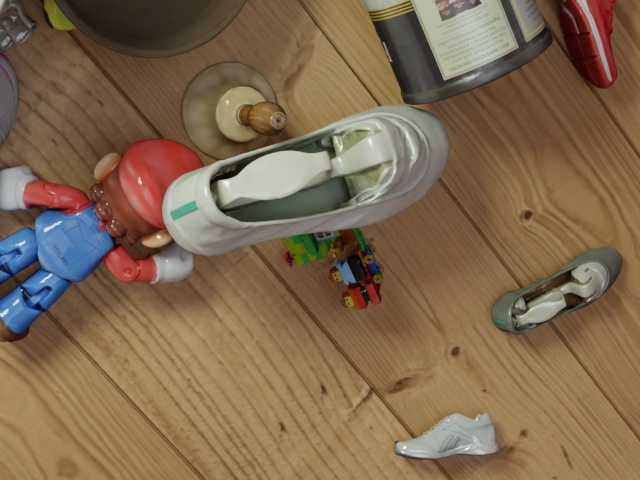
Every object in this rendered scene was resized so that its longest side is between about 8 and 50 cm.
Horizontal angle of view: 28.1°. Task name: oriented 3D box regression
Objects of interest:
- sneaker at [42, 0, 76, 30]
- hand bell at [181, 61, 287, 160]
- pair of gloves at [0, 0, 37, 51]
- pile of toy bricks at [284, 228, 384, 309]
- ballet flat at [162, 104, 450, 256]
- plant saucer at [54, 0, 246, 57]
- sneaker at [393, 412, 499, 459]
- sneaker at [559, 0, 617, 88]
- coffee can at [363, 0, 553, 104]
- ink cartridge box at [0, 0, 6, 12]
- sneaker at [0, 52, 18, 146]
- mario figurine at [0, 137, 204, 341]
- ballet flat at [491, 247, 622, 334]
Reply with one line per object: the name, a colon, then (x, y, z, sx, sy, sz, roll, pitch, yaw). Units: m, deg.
sneaker: (-0.227, -0.304, 1.500, 0.208, 0.094, 0.081, -32, 130, -16)
hand bell: (-0.081, -0.146, 1.512, 0.126, 0.242, 0.126, -3, 100, -16)
pair of gloves: (-0.365, -0.346, 1.504, 0.240, 0.042, 0.204, -34, 106, -8)
pile of toy bricks: (0.000, 0.000, 1.641, 0.105, 0.118, 0.212, -18, 113, 16)
ballet flat: (0.011, -0.078, 1.492, 0.400, 0.139, 0.139, -18, 103, -27)
plant saucer: (-0.193, -0.345, 1.431, 0.277, 0.041, 0.278, -8, 106, -31)
sneaker: (0.170, 0.269, 1.755, 0.152, 0.053, 0.061, -3, 84, -19)
sneaker: (0.385, -0.324, 1.708, 0.128, 0.087, 0.221, -24, 105, -10)
coffee can: (0.143, -0.333, 1.573, 0.201, 0.201, 0.275, -27, 104, -11)
ink cartridge box: (-0.454, -0.375, 1.207, 0.394, 0.166, 0.286, 25, 88, -18)
sneaker: (-0.421, -0.103, 1.486, 0.103, 0.111, 0.252, 22, 91, -18)
mario figurine: (-0.280, -0.013, 1.560, 0.320, 0.170, 0.198, -32, 142, 1)
ballet flat: (0.338, 0.075, 1.761, 0.213, 0.068, 0.072, -24, 104, -12)
